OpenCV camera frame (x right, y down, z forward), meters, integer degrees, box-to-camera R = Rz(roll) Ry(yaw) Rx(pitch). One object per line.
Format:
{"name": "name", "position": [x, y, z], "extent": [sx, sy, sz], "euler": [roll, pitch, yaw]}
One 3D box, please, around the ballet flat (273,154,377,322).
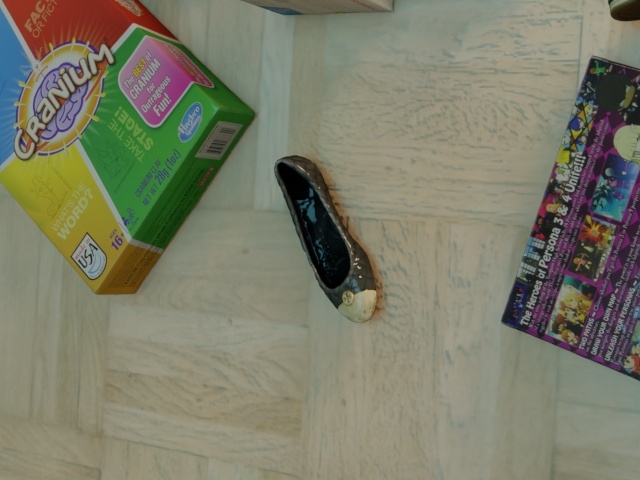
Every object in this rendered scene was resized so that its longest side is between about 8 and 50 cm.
{"name": "ballet flat", "position": [0.000, 0.000, 1.035], "extent": [0.057, 0.049, 0.173], "euler": [-35, 72, 27]}

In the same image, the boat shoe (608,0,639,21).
{"name": "boat shoe", "position": [0.290, -0.219, 0.863], "extent": [0.152, 0.056, 0.049], "euler": [-23, 72, 19]}

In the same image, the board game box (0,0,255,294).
{"name": "board game box", "position": [-0.245, -0.136, 1.179], "extent": [0.316, 0.064, 0.242], "euler": [45, 111, 24]}

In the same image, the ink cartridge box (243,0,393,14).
{"name": "ink cartridge box", "position": [0.003, -0.258, 1.014], "extent": [0.143, 0.092, 0.090], "euler": [5, 91, 30]}

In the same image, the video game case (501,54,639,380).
{"name": "video game case", "position": [0.273, -0.005, 0.873], "extent": [0.210, 0.042, 0.232], "euler": [22, 100, 30]}
